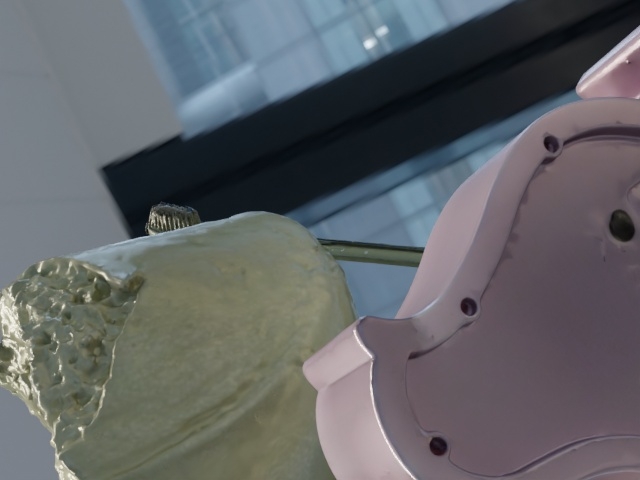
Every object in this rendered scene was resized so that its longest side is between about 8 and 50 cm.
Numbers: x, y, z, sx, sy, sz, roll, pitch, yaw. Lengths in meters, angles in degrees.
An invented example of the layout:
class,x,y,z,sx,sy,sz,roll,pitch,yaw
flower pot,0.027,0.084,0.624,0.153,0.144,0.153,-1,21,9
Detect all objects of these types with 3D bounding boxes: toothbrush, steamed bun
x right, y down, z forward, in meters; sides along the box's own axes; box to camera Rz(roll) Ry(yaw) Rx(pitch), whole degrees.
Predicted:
class,x,y,z,sx,sy,sz,roll,pitch,yaw
toothbrush,0.001,0.005,1.213,0.026,0.294,0.028,-59,-28,-47
steamed bun,-0.076,0.155,1.127,0.290,0.273,0.272,66,-178,-51

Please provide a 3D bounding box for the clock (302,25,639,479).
class,x,y,z,sx,sy,sz,roll,pitch,yaw
clock,0.159,0.080,0.774,0.275,0.080,0.290,-39,-91,-28
